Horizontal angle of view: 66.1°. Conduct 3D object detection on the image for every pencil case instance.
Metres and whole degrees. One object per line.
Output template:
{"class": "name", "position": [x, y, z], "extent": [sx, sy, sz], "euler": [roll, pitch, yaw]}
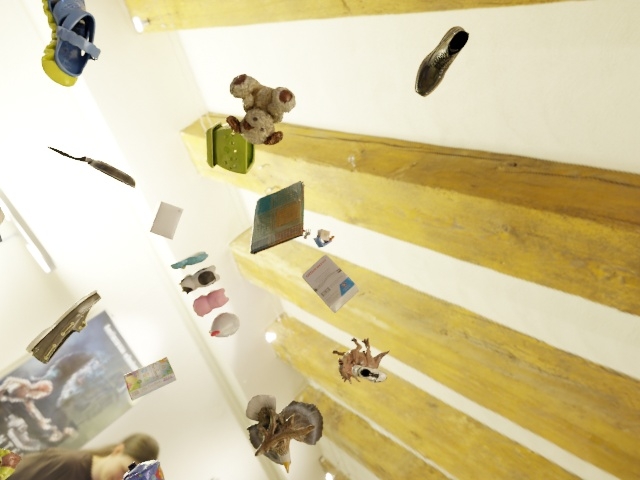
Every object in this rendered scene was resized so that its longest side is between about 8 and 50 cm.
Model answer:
{"class": "pencil case", "position": [-0.538, 0.859, 1.561], "extent": [0.306, 0.133, 0.119], "euler": [71, -20, 5]}

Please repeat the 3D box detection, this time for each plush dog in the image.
{"class": "plush dog", "position": [-0.232, -0.482, 1.895], "extent": [0.262, 0.226, 0.210], "euler": [20, 0, 3]}

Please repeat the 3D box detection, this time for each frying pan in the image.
{"class": "frying pan", "position": [-0.848, -0.281, 1.885], "extent": [0.326, 0.053, 0.197], "euler": [26, -6, 6]}

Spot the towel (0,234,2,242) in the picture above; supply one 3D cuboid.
{"class": "towel", "position": [-0.863, -0.006, 1.219], "extent": [0.029, 0.119, 0.067], "euler": [33, -50, 33]}

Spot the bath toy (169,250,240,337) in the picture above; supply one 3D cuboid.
{"class": "bath toy", "position": [-0.435, 0.220, 1.858], "extent": [0.151, 0.129, 0.349], "euler": [-22, -83, 34]}

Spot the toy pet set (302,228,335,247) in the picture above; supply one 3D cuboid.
{"class": "toy pet set", "position": [0.000, 0.000, 1.809], "extent": [0.122, 0.065, 0.114], "euler": [15, -12, -24]}

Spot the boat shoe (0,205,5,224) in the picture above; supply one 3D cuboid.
{"class": "boat shoe", "position": [-0.641, -0.016, 0.848], "extent": [0.324, 0.116, 0.097], "euler": [-116, -162, -57]}

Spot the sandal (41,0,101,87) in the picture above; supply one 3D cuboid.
{"class": "sandal", "position": [-0.643, -0.562, 1.295], "extent": [0.138, 0.126, 0.318], "euler": [-18, -106, 23]}

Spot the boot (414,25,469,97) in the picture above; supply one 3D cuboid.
{"class": "boot", "position": [0.312, -0.465, 1.284], "extent": [0.076, 0.137, 0.198], "euler": [26, -65, -4]}

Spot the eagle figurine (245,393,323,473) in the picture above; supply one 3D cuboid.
{"class": "eagle figurine", "position": [-0.122, 0.610, 1.544], "extent": [0.226, 0.225, 0.298], "euler": [15, -13, 10]}

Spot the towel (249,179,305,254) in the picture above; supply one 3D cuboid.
{"class": "towel", "position": [-0.193, -0.107, 2.254], "extent": [0.271, 0.370, 0.040], "euler": [-21, -49, 17]}

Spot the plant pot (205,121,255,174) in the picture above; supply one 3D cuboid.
{"class": "plant pot", "position": [-0.437, -0.462, 2.395], "extent": [0.207, 0.227, 0.229], "euler": [4, -66, 2]}

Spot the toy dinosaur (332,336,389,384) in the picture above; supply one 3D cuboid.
{"class": "toy dinosaur", "position": [0.177, 0.547, 2.183], "extent": [0.200, 0.295, 0.127], "euler": [-109, -144, -47]}

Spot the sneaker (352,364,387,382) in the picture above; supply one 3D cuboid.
{"class": "sneaker", "position": [0.144, 0.382, 1.393], "extent": [0.109, 0.040, 0.043], "euler": [16, -13, -22]}

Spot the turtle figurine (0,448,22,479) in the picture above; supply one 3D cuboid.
{"class": "turtle figurine", "position": [-0.730, 0.572, 1.058], "extent": [0.087, 0.217, 0.269], "euler": [26, -50, -18]}

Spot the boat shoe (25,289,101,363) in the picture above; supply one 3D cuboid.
{"class": "boat shoe", "position": [-0.912, 0.309, 1.790], "extent": [0.091, 0.305, 0.109], "euler": [45, -24, -6]}

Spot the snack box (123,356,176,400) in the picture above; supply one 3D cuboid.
{"class": "snack box", "position": [-0.534, 0.430, 1.541], "extent": [0.100, 0.141, 0.037], "euler": [34, -40, 54]}

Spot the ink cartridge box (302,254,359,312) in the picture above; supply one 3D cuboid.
{"class": "ink cartridge box", "position": [0.039, 0.172, 1.977], "extent": [0.191, 0.139, 0.082], "euler": [45, -4, 33]}

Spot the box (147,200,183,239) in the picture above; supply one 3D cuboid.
{"class": "box", "position": [-0.614, -0.080, 1.939], "extent": [0.090, 0.130, 0.170], "euler": [21, -6, -23]}
